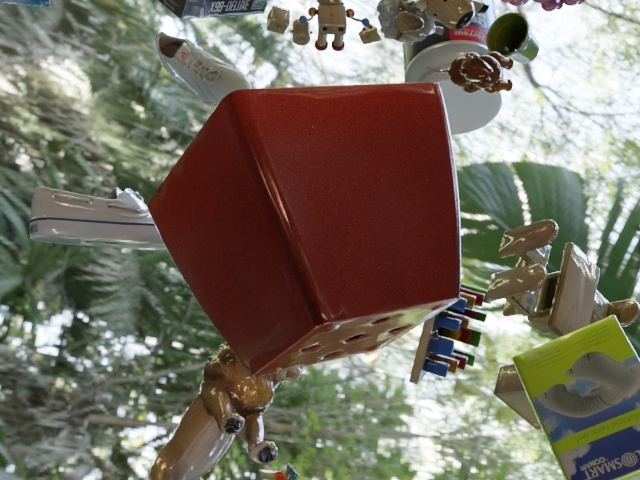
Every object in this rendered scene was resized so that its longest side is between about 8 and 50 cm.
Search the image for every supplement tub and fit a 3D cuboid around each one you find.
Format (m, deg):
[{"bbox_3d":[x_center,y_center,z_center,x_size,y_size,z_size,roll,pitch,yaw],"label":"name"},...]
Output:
[{"bbox_3d":[0.254,-0.363,1.874,0.191,0.191,0.272,-31,-133,38],"label":"supplement tub"}]

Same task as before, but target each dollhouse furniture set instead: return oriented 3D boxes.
[{"bbox_3d":[0.347,0.114,1.283,0.161,0.212,0.242,-19,-139,46],"label":"dollhouse furniture set"}]

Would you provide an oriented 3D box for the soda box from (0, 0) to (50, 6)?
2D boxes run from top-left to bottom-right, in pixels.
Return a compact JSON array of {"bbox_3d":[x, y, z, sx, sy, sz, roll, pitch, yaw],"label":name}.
[{"bbox_3d":[-0.439,-0.347,1.270,0.063,0.183,0.058,24,-69,26],"label":"soda box"}]

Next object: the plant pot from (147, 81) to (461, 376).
[{"bbox_3d":[0.000,0.000,1.054,0.267,0.267,0.236,-42,-119,53],"label":"plant pot"}]

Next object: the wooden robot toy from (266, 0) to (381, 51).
[{"bbox_3d":[0.006,-0.335,1.445,0.076,0.173,0.079,104,-14,-64],"label":"wooden robot toy"}]

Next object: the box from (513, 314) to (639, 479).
[{"bbox_3d":[0.258,0.163,0.881,0.109,0.042,0.178,-24,-135,7],"label":"box"}]

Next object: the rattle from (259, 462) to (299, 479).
[{"bbox_3d":[-0.035,0.435,1.738,0.130,0.200,0.143,-23,-157,33],"label":"rattle"}]

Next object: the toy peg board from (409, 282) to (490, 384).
[{"bbox_3d":[0.207,0.136,1.491,0.079,0.160,0.161,15,-79,14],"label":"toy peg board"}]

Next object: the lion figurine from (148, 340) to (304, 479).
[{"bbox_3d":[-0.173,0.302,1.442,0.392,0.142,0.240,-48,-155,6],"label":"lion figurine"}]

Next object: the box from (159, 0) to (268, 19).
[{"bbox_3d":[-0.290,-0.587,2.072,0.307,0.242,0.076,43,-52,26],"label":"box"}]

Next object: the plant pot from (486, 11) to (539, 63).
[{"bbox_3d":[0.349,-0.351,1.717,0.083,0.079,0.083,-12,-110,36],"label":"plant pot"}]

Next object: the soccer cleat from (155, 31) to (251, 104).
[{"bbox_3d":[-0.190,-0.269,1.511,0.196,0.076,0.068,30,-108,34],"label":"soccer cleat"}]

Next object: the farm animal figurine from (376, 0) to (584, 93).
[{"bbox_3d":[0.202,-0.383,1.356,0.327,0.172,0.330,51,-49,42],"label":"farm animal figurine"}]

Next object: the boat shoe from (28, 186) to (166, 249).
[{"bbox_3d":[-0.304,-0.036,1.465,0.096,0.267,0.088,155,-64,-65],"label":"boat shoe"}]
